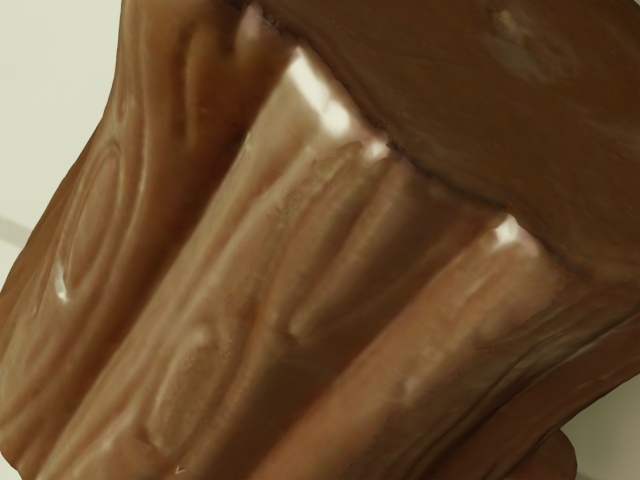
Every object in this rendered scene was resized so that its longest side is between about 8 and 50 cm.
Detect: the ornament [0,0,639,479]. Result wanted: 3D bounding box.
[{"bbox_3d":[0.000,0.000,0.513,0.217,0.235,0.221,-52,34,34],"label":"ornament"}]
